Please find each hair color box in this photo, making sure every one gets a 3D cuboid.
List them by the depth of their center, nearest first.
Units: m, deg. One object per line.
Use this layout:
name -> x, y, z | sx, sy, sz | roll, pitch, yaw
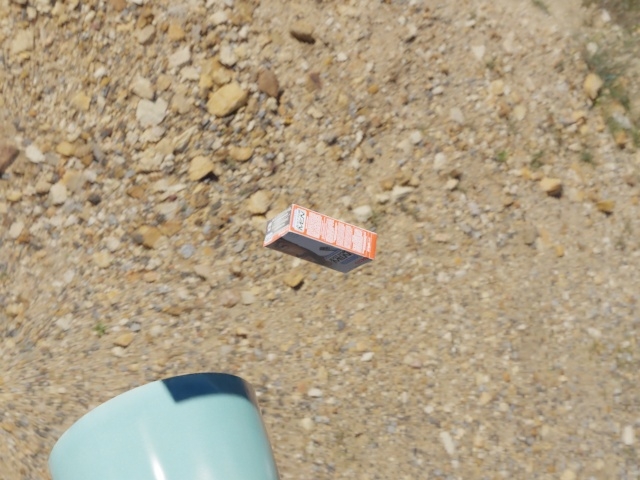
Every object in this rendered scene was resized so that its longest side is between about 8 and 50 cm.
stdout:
hair color box -> 0.000, 0.000, 1.456 | 0.167, 0.093, 0.053 | 20, 63, -25

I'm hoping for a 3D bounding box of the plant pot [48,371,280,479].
plant pot -> -0.178, 0.350, 1.120 | 0.293, 0.293, 0.235 | -12, 54, -23
